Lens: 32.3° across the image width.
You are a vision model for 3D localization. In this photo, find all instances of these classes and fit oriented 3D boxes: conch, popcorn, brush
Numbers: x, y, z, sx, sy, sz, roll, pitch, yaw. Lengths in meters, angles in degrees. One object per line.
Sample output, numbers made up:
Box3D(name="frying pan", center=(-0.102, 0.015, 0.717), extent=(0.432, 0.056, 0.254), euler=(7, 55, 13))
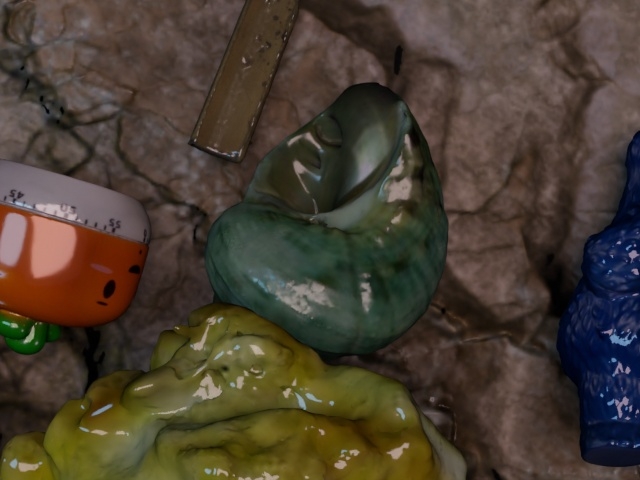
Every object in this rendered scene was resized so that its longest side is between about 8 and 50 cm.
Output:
Box3D(name="conch", center=(0.003, 0.000, 0.742), extent=(0.188, 0.122, 0.176), euler=(-30, 61, -6))
Box3D(name="popcorn", center=(-0.060, 0.205, 0.650), extent=(0.312, 0.312, 0.312), euler=(0, 86, -5))
Box3D(name="brush", center=(-0.034, -0.171, 0.795), extent=(0.043, 0.036, 0.248), euler=(21, 78, -7))

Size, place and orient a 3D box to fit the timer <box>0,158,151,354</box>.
Box3D(name="timer", center=(-0.185, 0.015, 0.735), extent=(0.136, 0.099, 0.136), euler=(-1, 79, 5))

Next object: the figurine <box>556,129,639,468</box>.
Box3D(name="figurine", center=(0.228, 0.036, 0.763), extent=(0.164, 0.121, 0.262), euler=(37, 61, -32))
